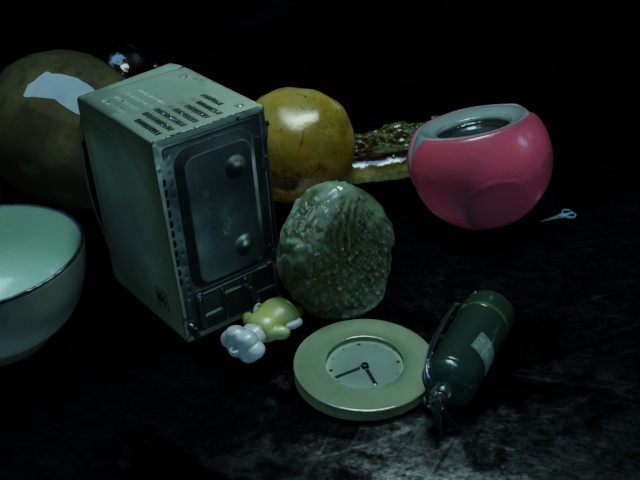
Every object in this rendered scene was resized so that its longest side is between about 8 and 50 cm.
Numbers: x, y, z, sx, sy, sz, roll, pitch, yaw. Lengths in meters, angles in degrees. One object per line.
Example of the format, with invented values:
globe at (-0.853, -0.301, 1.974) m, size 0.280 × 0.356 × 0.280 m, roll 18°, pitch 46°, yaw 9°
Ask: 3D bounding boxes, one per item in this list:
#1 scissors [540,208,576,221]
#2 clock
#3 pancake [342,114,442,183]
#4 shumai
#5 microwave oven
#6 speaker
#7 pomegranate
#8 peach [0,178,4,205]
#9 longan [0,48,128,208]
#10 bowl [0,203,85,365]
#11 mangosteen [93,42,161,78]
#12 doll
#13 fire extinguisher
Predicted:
scissors at (0.496, -0.049, 1.881) m, size 0.083 × 0.006 × 0.036 m, roll -16°, pitch 35°, yaw -19°
clock at (0.073, 0.211, 1.482) m, size 0.235 × 0.029 × 0.235 m, roll -1°, pitch 33°, yaw 1°
pancake at (0.203, -0.235, 2.158) m, size 0.427 × 0.066 × 0.305 m, roll -12°, pitch 31°, yaw -11°
shumai at (0.000, 0.000, 1.634) m, size 0.225 × 0.260 × 0.222 m, roll -34°, pitch 39°, yaw -17°
microwave oven at (-0.242, -0.082, 1.635) m, size 0.247 × 0.394 × 0.333 m, roll -26°, pitch 38°, yaw -31°
speaker at (0.324, -0.165, 1.841) m, size 0.294 × 0.294 × 0.294 m, roll -2°, pitch 31°, yaw 2°
pomegranate at (-0.051, -0.215, 1.960) m, size 0.264 × 0.264 × 0.264 m, roll -2°, pitch 31°, yaw 2°
peach at (-0.783, -0.111, 1.932) m, size 0.190 × 0.192 × 0.190 m, roll -1°, pitch 43°, yaw 1°
longan at (-0.552, -0.239, 1.980) m, size 0.405 × 0.336 × 0.404 m, roll 14°, pitch 36°, yaw -10°
bowl at (-0.576, 0.097, 1.575) m, size 0.354 × 0.185 × 0.354 m, roll -3°, pitch 31°, yaw 2°
mangosteen at (-0.509, -0.414, 2.415) m, size 0.250 × 0.211 × 0.211 m, roll 24°, pitch 29°, yaw -13°
doll at (-0.101, 0.153, 1.558) m, size 0.106 × 0.062 × 0.162 m, roll 16°, pitch 36°, yaw 36°
fire extinguisher at (0.222, 0.190, 1.431) m, size 0.093 × 0.118 × 0.294 m, roll -25°, pitch 13°, yaw 39°
